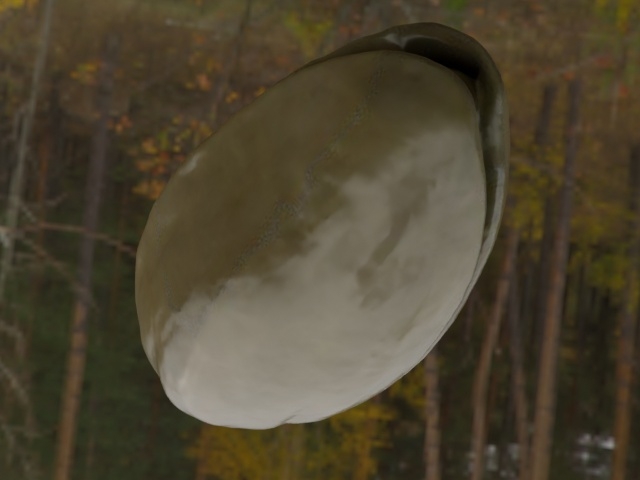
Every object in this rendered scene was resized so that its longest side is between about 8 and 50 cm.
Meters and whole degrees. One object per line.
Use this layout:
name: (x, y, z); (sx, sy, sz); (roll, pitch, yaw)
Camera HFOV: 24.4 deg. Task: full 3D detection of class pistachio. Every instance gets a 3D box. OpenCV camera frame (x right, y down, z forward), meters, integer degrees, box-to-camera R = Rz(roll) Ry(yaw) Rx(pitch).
pistachio: (0.000, 0.000, 0.642); (0.136, 0.136, 0.226); (8, 137, -39)
